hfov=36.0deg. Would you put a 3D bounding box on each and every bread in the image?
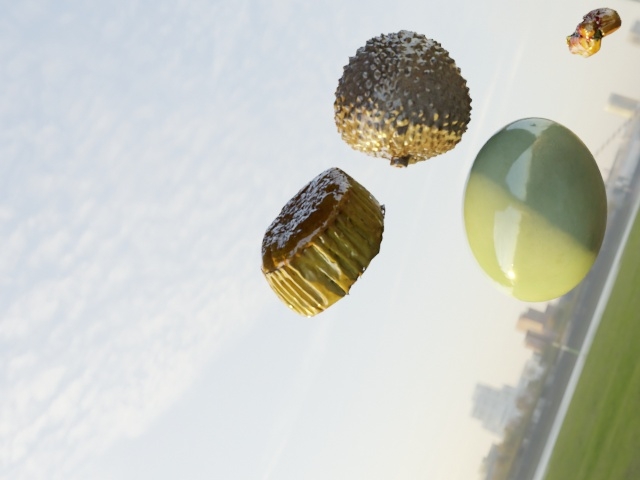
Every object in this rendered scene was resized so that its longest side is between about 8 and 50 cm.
[{"bbox_3d":[0.000,0.000,1.632,0.227,0.142,0.253,-41,13,17],"label":"bread"}]

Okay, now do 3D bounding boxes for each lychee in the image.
[{"bbox_3d":[0.168,-0.283,1.978,0.300,0.300,0.299,20,-90,-74],"label":"lychee"}]

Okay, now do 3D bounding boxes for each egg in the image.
[{"bbox_3d":[0.410,-0.054,1.900,0.276,0.276,0.388,-52,-39,-47],"label":"egg"}]

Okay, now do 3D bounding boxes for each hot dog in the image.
[{"bbox_3d":[0.295,-0.227,1.067,0.062,0.038,0.144,-49,-3,16],"label":"hot dog"}]
